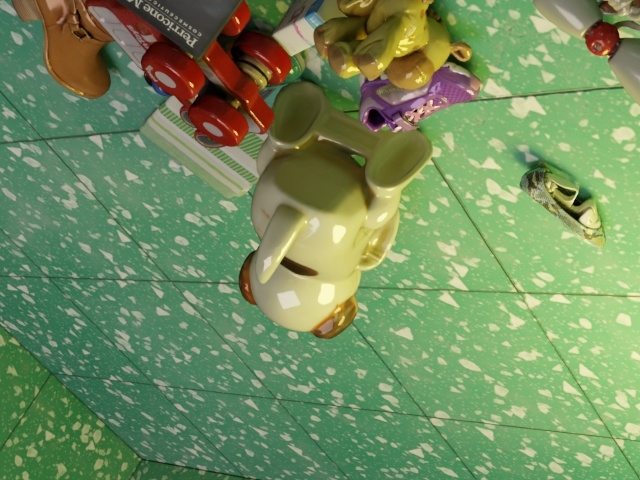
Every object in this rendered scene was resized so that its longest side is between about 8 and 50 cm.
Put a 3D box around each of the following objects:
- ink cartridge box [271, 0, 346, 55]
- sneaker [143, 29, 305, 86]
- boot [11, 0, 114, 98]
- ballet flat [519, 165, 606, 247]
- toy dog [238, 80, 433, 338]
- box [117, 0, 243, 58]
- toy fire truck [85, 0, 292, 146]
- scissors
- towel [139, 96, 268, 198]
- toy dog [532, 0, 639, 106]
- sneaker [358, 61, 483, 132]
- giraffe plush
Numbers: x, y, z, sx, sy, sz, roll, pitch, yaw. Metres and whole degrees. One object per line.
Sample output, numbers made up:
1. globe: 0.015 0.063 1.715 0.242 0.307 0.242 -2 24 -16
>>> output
1. ink cartridge box: -0.010 -0.351 1.931 0.052 0.088 0.122 41 149 -21
2. sneaker: -0.171 -0.292 2.131 0.302 0.121 0.108 10 145 31
3. boot: -0.413 -0.378 2.254 0.220 0.109 0.283 0 132 35
4. ballet flat: 0.416 -0.057 2.041 0.188 0.070 0.070 34 151 -14
5. toy dog: 0.000 0.000 2.180 0.285 0.395 0.408 18 141 4
6. box: -0.158 -0.494 1.638 0.293 0.212 0.395 35 137 -10
7. toy fire truck: -0.211 -0.288 1.973 0.254 0.169 0.302 16 157 42
8. scissors: -0.151 -0.223 2.253 0.297 0.021 0.109 -6 132 47
9. towel: -0.195 -0.202 2.381 0.248 0.038 0.325 37 151 -13
10. toy dog: 0.453 -0.260 1.649 0.333 0.161 0.220 55 148 -13
11. sneaker: 0.151 -0.220 1.962 0.236 0.104 0.095 -1 153 43
12. giraffe plush: 0.122 -0.301 1.841 0.170 0.210 0.181 38 -169 -44
